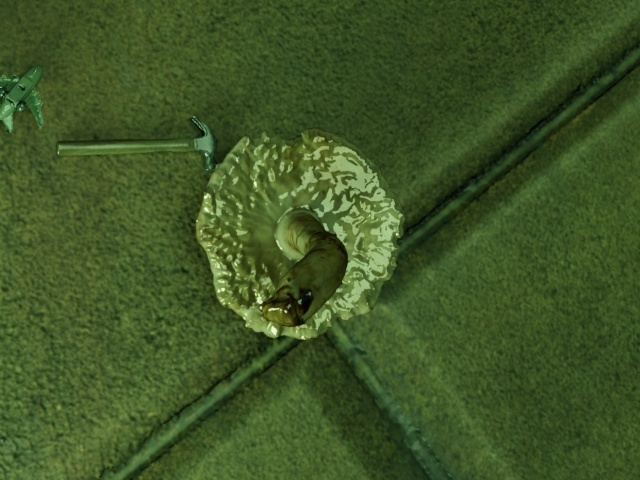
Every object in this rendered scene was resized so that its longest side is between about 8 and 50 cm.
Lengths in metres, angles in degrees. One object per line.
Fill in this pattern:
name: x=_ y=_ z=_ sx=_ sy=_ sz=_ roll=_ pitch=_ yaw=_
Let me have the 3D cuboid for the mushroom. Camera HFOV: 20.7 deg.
mushroom: x=0.006 y=0.021 z=1.860 sx=0.233 sy=0.301 sz=0.208 roll=-28 pitch=130 yaw=-10

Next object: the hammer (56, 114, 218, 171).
hammer: x=-0.200 y=-0.106 z=1.918 sx=0.182 sy=0.017 sz=0.062 roll=-2 pitch=86 yaw=-22

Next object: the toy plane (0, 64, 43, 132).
toy plane: x=-0.321 y=-0.156 z=1.862 sx=0.080 sy=0.033 sz=0.083 roll=35 pitch=72 yaw=-1
